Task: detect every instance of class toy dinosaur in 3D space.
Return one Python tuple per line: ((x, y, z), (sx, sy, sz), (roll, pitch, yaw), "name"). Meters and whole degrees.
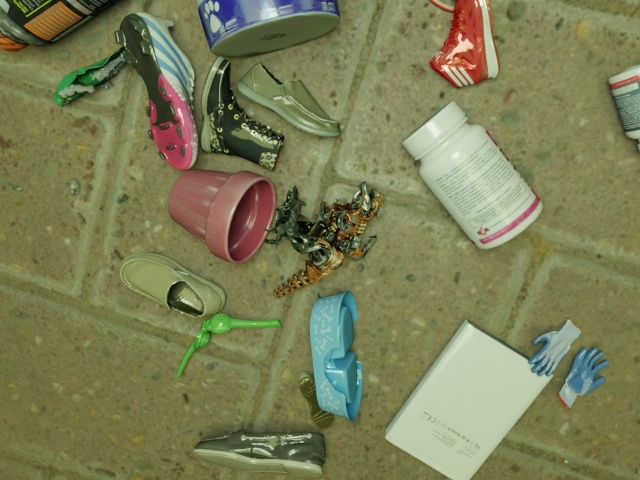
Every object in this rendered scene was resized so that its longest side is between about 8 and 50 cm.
((0.000, 0.000, 1.044), (0.218, 0.164, 0.322), (35, 81, -18), "toy dinosaur")

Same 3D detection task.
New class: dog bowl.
((0.037, 0.262, 1.082), (0.074, 0.166, 0.297), (-2, 101, 18), "dog bowl")
((-0.099, -0.443, 0.903), (0.265, 0.265, 0.104), (-12, 102, 8), "dog bowl")

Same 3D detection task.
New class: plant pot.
((-0.223, -0.071, 1.035), (0.180, 0.201, 0.201), (21, 103, 18), "plant pot")

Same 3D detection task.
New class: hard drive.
((0.347, 0.392, 1.127), (0.233, 0.047, 0.353), (31, 103, -1), "hard drive")

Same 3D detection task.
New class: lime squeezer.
((-0.259, 0.236, 1.159), (0.310, 0.059, 0.110), (-29, 137, 10), "lime squeezer")

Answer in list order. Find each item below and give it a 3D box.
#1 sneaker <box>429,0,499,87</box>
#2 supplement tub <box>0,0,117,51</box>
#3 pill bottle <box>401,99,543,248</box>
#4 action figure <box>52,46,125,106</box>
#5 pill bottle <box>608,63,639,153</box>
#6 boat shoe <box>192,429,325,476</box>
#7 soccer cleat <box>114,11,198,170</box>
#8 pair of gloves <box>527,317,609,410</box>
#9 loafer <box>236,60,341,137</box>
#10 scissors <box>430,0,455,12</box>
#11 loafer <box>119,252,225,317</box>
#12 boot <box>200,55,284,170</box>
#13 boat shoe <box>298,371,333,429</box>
((0.275, -0.418, 0.951), (0.128, 0.087, 0.221), (-19, 105, 10), "sneaker")
((-0.553, -0.545, 0.960), (0.338, 0.207, 0.207), (-26, 97, 9), "supplement tub")
((0.307, -0.136, 0.972), (0.160, 0.160, 0.283), (-39, 95, 11), "pill bottle")
((-0.508, -0.361, 1.048), (0.232, 0.137, 0.063), (-21, 111, 18), "action figure")
((0.660, -0.263, 0.938), (0.108, 0.108, 0.180), (-22, 98, 9), "pill bottle")
((-0.150, 0.527, 1.194), (0.335, 0.095, 0.112), (3, 137, 9), "boat shoe")
((-0.313, -0.322, 1.012), (0.116, 0.143, 0.331), (-9, 104, 34), "soccer cleat")
((0.564, 0.277, 1.069), (0.159, 0.023, 0.198), (-44, 98, -11), "pair of gloves")
((-0.059, -0.303, 1.012), (0.251, 0.094, 0.087), (29, 107, 0), "loafer")
((0.189, -0.574, 0.971), (0.297, 0.021, 0.109), (24, 104, -1), "scissors")
((-0.360, 0.107, 1.122), (0.268, 0.092, 0.102), (20, 100, 0), "loafer")
((-0.159, -0.259, 0.999), (0.178, 0.085, 0.236), (20, 140, -2), "boot")
((-0.013, 0.399, 1.172), (0.056, 0.048, 0.153), (-28, 104, -2), "boat shoe")
